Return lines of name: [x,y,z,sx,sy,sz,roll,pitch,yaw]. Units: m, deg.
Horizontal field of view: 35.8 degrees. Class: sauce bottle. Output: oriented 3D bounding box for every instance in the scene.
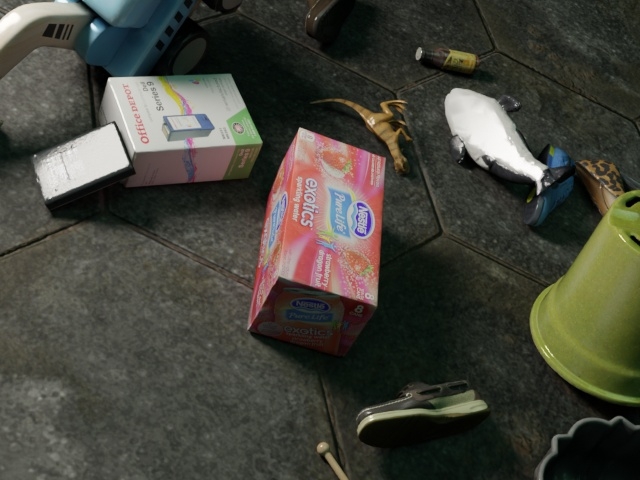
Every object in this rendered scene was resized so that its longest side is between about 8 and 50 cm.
sauce bottle: [0.250,-0.356,1.954,0.128,0.042,0.042,5,51,-19]

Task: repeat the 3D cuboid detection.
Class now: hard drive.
hard drive: [-0.344,-0.110,1.433,0.135,0.022,0.094,-23,62,-4]

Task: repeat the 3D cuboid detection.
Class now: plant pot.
plant pot: [0.493,0.070,1.533,0.276,0.254,0.276,6,42,-5]

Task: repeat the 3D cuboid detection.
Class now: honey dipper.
honey dipper: [0.043,0.331,1.295,0.030,0.030,0.161,-19,62,-36]

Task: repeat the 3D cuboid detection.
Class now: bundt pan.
bundt pan: [0.408,0.411,1.340,0.331,0.124,0.331,13,49,-16]

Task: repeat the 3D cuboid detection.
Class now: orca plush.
orca plush: [0.342,-0.174,1.800,0.287,0.151,0.102,31,0,36]

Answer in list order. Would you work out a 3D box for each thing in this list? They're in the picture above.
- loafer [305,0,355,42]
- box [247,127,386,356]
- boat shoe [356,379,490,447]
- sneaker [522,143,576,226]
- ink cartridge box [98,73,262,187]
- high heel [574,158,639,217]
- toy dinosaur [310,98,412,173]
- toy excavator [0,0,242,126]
loafer: [0.007,-0.441,1.894,0.078,0.080,0.220,12,35,13]
box: [0.000,0.000,1.469,0.154,0.142,0.300,18,47,-12]
boat shoe: [0.136,0.236,1.390,0.223,0.080,0.073,0,48,-32]
sneaker: [0.425,-0.092,1.801,0.082,0.069,0.209,31,46,-5]
ink cartridge box: [-0.220,-0.173,1.541,0.212,0.093,0.154,-8,57,-28]
high heel: [0.515,-0.046,1.803,0.186,0.093,0.261,30,45,11]
toy dinosaur: [0.098,-0.211,1.745,0.211,0.064,0.112,46,49,15]
toy excavator: [-0.360,-0.348,1.505,0.222,0.433,0.445,43,20,12]
